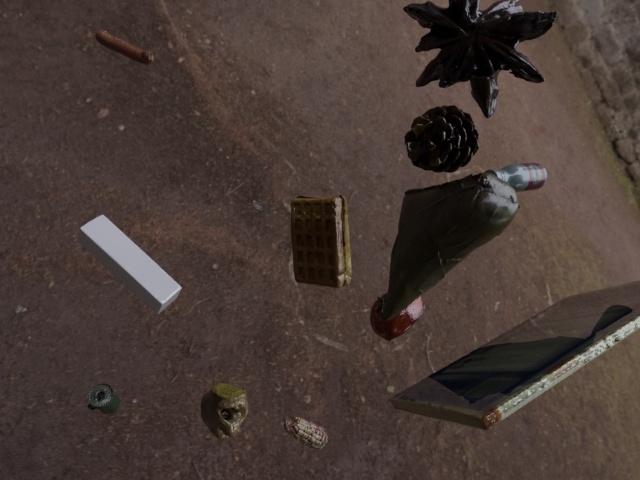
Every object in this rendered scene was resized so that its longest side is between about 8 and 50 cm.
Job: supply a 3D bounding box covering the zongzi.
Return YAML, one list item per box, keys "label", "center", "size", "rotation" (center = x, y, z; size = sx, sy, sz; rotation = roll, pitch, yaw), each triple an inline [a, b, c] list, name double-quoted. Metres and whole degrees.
- label: "zongzi"
  center: [0.304, 0.028, 1.078]
  size: [0.174, 0.356, 0.392]
  rotation: [25, 76, -17]

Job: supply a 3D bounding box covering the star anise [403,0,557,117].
- label: "star anise"
  center: [0.274, -0.353, 0.762]
  size: [0.283, 0.212, 0.129]
  rotation: [37, 18, 26]

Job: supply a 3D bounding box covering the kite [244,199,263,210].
- label: "kite"
  center: [-0.210, -0.114, 1.346]
  size: [0.078, 0.002, 0.044]
  rotation: [14, 43, -40]

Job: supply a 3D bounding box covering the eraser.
- label: "eraser"
  center: [-0.522, 0.067, 1.181]
  size: [0.298, 0.078, 0.076]
  rotation: [43, 47, 0]

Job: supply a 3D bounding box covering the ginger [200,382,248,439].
- label: "ginger"
  center: [-0.366, 0.653, 1.631]
  size: [0.130, 0.276, 0.221]
  rotation: [11, 93, -31]

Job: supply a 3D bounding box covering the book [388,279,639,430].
- label: "book"
  center: [0.250, 0.119, 0.493]
  size: [0.323, 0.228, 0.018]
  rotation: [-23, 79, -16]

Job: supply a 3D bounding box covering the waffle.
- label: "waffle"
  center: [0.000, 0.000, 1.561]
  size: [0.098, 0.224, 0.327]
  rotation: [-21, 111, -53]

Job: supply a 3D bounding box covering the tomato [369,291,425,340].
- label: "tomato"
  center: [0.270, 0.258, 1.618]
  size: [0.101, 0.228, 0.227]
  rotation: [45, 46, -24]

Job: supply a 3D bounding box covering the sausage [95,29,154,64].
- label: "sausage"
  center: [-0.467, -0.461, 1.036]
  size: [0.158, 0.036, 0.042]
  rotation: [25, 5, 8]

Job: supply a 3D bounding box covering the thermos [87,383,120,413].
- label: "thermos"
  center: [-0.714, 0.536, 1.428]
  size: [0.073, 0.187, 0.083]
  rotation: [32, 57, 6]

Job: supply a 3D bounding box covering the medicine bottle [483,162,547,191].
- label: "medicine bottle"
  center: [0.619, -0.199, 1.380]
  size: [0.217, 0.090, 0.090]
  rotation: [-8, 77, -26]

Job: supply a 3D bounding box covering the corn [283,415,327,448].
- label: "corn"
  center: [-0.055, 0.755, 1.707]
  size: [0.280, 0.092, 0.092]
  rotation: [54, 39, -44]

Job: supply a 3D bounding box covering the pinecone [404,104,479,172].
- label: "pinecone"
  center: [0.313, -0.263, 1.145]
  size: [0.205, 0.184, 0.179]
  rotation: [-18, 93, -34]
